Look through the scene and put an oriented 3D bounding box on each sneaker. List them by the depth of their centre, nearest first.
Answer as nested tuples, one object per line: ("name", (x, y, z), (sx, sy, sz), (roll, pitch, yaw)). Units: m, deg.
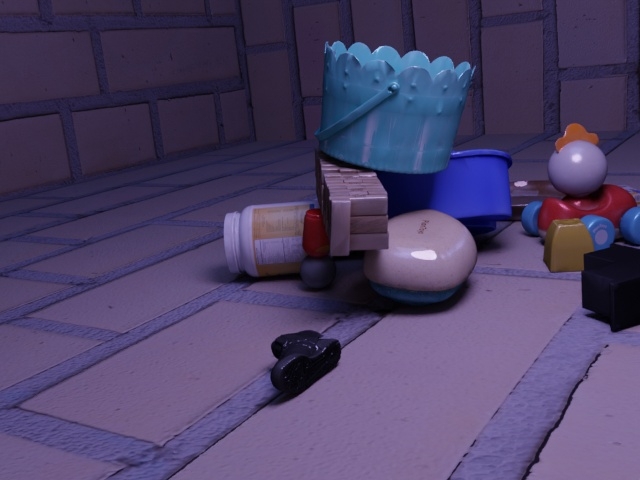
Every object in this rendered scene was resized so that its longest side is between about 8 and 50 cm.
("sneaker", (-0.036, 0.158, 0.980), (0.089, 0.051, 0.170), (4, 12, 34))

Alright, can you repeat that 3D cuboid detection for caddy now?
("caddy", (0.230, -0.103, 1.494), (0.341, 0.179, 0.241), (-7, -12, -5))

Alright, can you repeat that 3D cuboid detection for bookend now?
("bookend", (0.446, 0.066, 1.104), (0.157, 0.072, 0.156), (-12, 14, -22))

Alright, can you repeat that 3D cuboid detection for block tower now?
("block tower", (0.047, -0.078, 1.236), (0.097, 0.091, 0.335), (-2, 22, -3))

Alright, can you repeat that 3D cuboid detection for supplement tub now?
("supplement tub", (-0.081, -0.002, 1.436), (0.199, 0.144, 0.144), (-5, 14, 4))

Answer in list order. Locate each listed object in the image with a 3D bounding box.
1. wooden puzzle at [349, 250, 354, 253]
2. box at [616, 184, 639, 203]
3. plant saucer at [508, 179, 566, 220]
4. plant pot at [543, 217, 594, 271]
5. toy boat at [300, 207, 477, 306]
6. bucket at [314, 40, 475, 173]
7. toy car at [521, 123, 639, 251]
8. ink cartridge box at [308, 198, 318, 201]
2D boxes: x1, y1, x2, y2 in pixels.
("wooden puzzle", (0.000, 0.000, 1.625), (0.221, 0.044, 0.239), (-4, 10, 8))
("box", (0.737, -0.114, 1.805), (0.081, 0.028, 0.136), (-6, 16, 1))
("plant saucer", (0.498, -0.099, 1.795), (0.310, 0.050, 0.310), (-5, 14, 1))
("plant pot", (0.451, 0.005, 1.323), (0.081, 0.083, 0.081), (-4, 13, 8))
("toy boat", (0.113, 0.032, 1.283), (0.318, 0.148, 0.267), (8, 23, 20))
("bucket", (0.124, -0.238, 1.287), (0.281, 0.183, 0.281), (8, 20, -3))
("toy car", (0.535, -0.117, 1.459), (0.210, 0.238, 0.219), (-10, 15, -15))
("ink cartridge box", (0.071, -0.077, 1.848), (0.181, 0.062, 0.104), (6, 18, 38))
